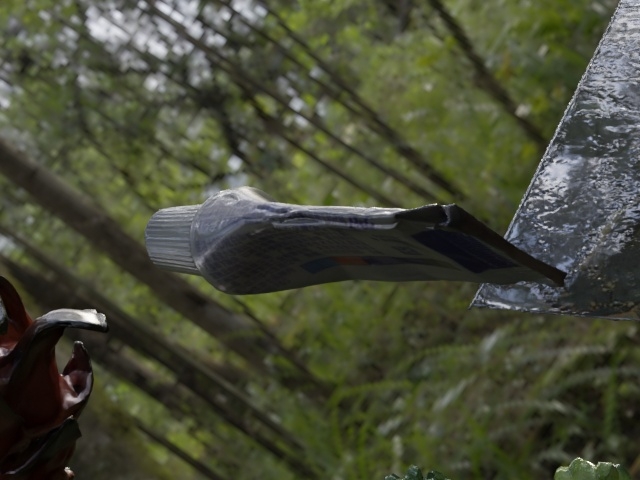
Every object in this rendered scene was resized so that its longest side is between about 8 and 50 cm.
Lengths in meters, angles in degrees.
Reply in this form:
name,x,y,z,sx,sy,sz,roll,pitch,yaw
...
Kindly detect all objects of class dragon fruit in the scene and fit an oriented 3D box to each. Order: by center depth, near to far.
name,x,y,z,sx,sy,sz,roll,pitch,yaw
dragon fruit,-0.145,0.064,0.543,0.130,0.121,0.142,-33,-41,-45

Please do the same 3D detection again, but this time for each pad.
name,x,y,z,sx,sy,sz,roll,pitch,yaw
pad,0.268,-0.079,0.988,0.367,0.247,0.007,-60,-43,-36

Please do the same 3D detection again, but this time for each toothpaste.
name,x,y,z,sx,sy,sz,roll,pitch,yaw
toothpaste,-0.001,0.000,0.892,0.099,0.282,0.068,-14,-80,-45

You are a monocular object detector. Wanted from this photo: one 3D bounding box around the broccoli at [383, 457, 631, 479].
name,x,y,z,sx,sy,sz,roll,pitch,yaw
broccoli,0.149,0.264,0.719,0.277,0.317,0.338,-35,-41,-26
